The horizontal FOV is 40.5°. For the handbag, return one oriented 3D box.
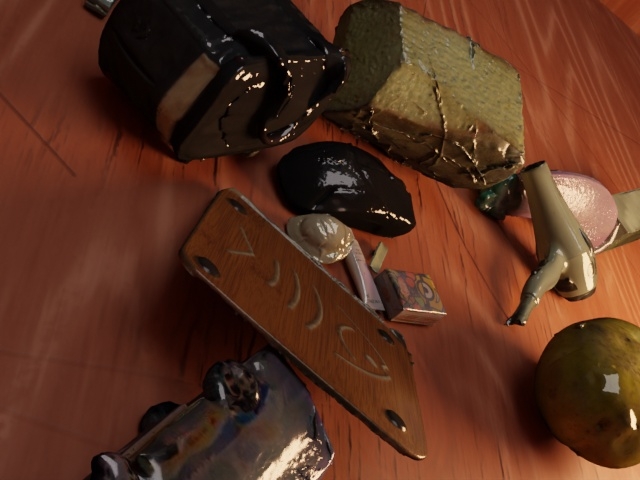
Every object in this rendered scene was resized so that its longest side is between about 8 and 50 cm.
[{"bbox_3d":[-0.100,-0.181,0.952,0.181,0.181,0.254,49,33,15],"label":"handbag"}]

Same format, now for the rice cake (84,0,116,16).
[{"bbox_3d":[-0.249,-0.323,1.062,0.033,0.029,0.170,28,36,-17],"label":"rice cake"}]

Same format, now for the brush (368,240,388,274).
[{"bbox_3d":[0.070,0.023,1.072,0.016,0.013,0.083,50,22,-8],"label":"brush"}]

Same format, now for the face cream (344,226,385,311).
[{"bbox_3d":[0.046,0.035,1.036,0.038,0.020,0.115,12,50,-48],"label":"face cream"}]

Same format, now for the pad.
[{"bbox_3d":[-0.008,0.069,0.848,0.284,0.018,0.286,42,13,-9],"label":"pad"}]

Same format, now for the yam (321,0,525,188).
[{"bbox_3d":[0.131,-0.201,1.225,0.271,0.201,0.202,25,59,-38],"label":"yam"}]

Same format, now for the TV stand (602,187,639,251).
[{"bbox_3d":[0.586,-0.041,1.694,0.269,0.083,0.088,-9,65,-54],"label":"TV stand"}]

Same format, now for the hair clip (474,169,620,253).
[{"bbox_3d":[0.394,-0.060,1.465,0.359,0.096,0.110,15,75,-30],"label":"hair clip"}]

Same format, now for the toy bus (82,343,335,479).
[{"bbox_3d":[-0.103,0.191,0.620,0.138,0.112,0.317,54,34,1],"label":"toy bus"}]

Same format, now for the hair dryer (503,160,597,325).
[{"bbox_3d":[0.328,-0.005,1.307,0.267,0.092,0.229,-11,87,-52],"label":"hair dryer"}]

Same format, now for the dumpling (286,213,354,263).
[{"bbox_3d":[0.001,0.000,1.004,0.077,0.043,0.059,28,59,-33],"label":"dumpling"}]

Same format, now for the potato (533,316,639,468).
[{"bbox_3d":[0.366,0.193,1.125,0.197,0.149,0.228,54,32,-15],"label":"potato"}]

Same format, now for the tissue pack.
[{"bbox_3d":[0.108,0.069,1.059,0.083,0.035,0.063,11,48,-41],"label":"tissue pack"}]

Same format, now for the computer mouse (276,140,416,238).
[{"bbox_3d":[0.041,-0.071,1.094,0.217,0.073,0.122,9,48,-46],"label":"computer mouse"}]
